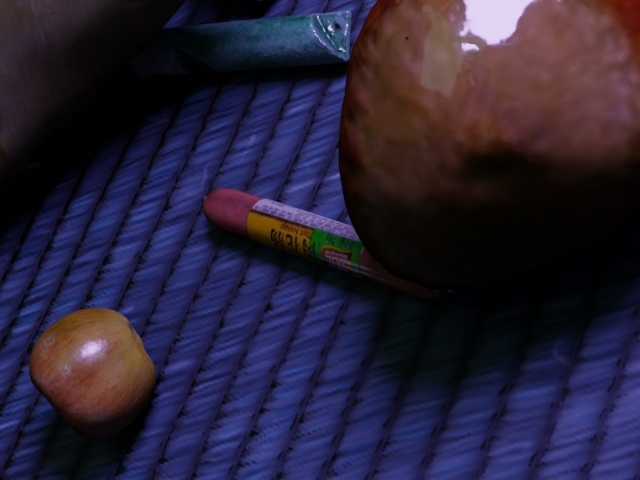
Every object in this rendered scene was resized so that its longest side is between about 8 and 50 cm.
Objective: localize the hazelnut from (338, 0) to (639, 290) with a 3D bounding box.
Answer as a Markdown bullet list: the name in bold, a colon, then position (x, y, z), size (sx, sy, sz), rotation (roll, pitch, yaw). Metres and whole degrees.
- **hazelnut**: position (0.096, -0.081, 0.799), size (0.210, 0.186, 0.210), rotation (-16, 64, 37)

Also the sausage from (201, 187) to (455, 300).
- **sausage**: position (0.000, 0.000, 0.915), size (0.223, 0.029, 0.029), rotation (19, 73, 41)

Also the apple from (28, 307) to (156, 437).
- **apple**: position (-0.143, 0.082, 0.927), size (0.071, 0.084, 0.084), rotation (-40, 46, -6)

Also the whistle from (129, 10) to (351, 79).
- **whistle**: position (-0.057, -0.138, 1.041), size (0.186, 0.039, 0.039), rotation (0, 62, 34)

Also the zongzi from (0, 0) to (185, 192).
- **zongzi**: position (-0.245, -0.085, 1.001), size (0.418, 0.181, 0.447), rotation (10, 69, 50)
